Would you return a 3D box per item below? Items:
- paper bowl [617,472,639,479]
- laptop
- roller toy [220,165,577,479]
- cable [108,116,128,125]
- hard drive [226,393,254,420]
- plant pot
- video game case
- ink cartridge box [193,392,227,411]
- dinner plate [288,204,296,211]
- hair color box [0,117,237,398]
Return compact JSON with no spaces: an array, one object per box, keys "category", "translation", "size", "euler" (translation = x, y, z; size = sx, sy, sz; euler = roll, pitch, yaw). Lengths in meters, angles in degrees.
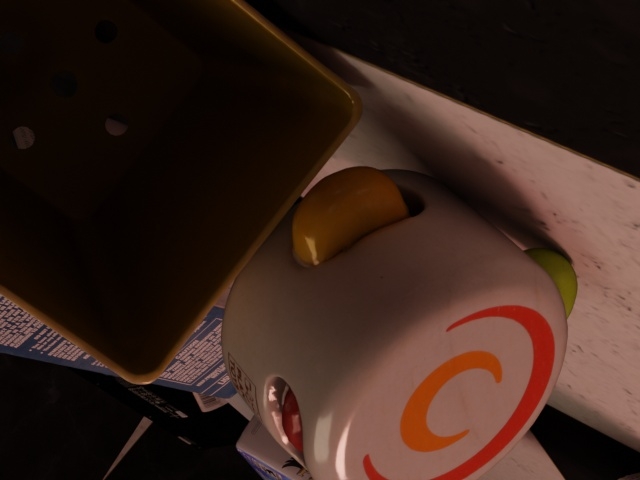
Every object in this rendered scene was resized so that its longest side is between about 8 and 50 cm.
[{"category":"paper bowl","translation":[0.247,0.343,1.452],"size":[0.148,0.284,0.284],"euler":[30,170,35]},{"category":"laptop","translation":[-0.232,0.126,2.340],"size":[0.408,0.236,0.382],"euler":[-13,145,33]},{"category":"roller toy","translation":[0.040,0.059,0.987],"size":[0.209,0.191,0.146],"euler":[15,-158,-46]},{"category":"cable","translation":[-0.150,-0.064,1.443],"size":[0.184,0.047,0.150],"euler":[36,174,-28]},{"category":"hard drive","translation":[0.014,0.200,1.631],"size":[0.307,0.040,0.203],"euler":[23,164,38]},{"category":"plant pot","translation":[-0.141,-0.078,0.954],"size":[0.212,0.212,0.187],"euler":[38,-179,-24]},{"category":"video game case","translation":[0.056,0.279,1.598],"size":[0.244,0.061,0.269],"euler":[26,165,21]},{"category":"ink cartridge box","translation":[-0.157,0.083,1.788],"size":[0.145,0.045,0.179],"euler":[71,174,-53]},{"category":"dinner plate","translation":[0.000,0.000,1.348],"size":[0.141,0.017,0.141],"euler":[31,168,7]},{"category":"hair color box","translation":[-0.177,-0.003,1.161],"size":[0.347,0.105,0.174],"euler":[20,-143,-48]}]
